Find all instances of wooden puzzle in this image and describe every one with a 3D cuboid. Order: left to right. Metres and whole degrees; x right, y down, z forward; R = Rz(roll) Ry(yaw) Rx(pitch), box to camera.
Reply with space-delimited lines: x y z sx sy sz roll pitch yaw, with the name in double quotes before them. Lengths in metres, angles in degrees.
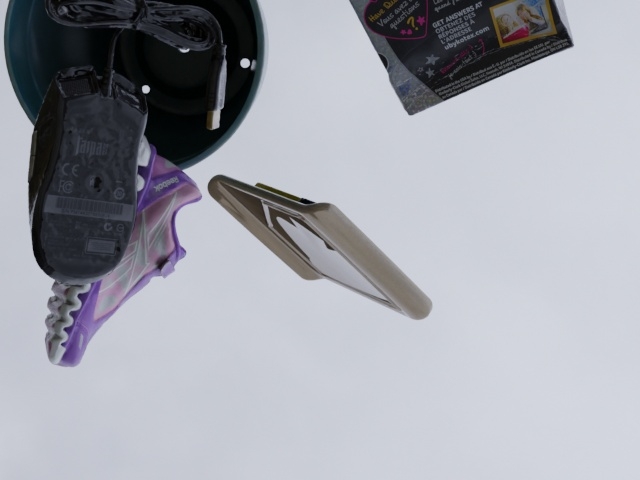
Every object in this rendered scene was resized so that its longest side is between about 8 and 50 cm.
"wooden puzzle" 0.000 0.000 1.262 0.239 0.221 0.044 15 -113 52

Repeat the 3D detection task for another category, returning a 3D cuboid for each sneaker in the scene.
"sneaker" -0.187 0.019 1.028 0.236 0.105 0.095 -66 -156 -1

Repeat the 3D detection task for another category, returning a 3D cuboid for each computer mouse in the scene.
"computer mouse" -0.174 -0.094 0.949 0.060 0.184 0.262 15 -78 50

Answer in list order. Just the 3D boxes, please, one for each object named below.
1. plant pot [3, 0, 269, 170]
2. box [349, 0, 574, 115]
"plant pot" -0.176 -0.218 1.202 0.272 0.255 0.271 1 -81 6
"box" 0.125 -0.250 0.987 0.163 0.142 0.247 -21 -154 19
